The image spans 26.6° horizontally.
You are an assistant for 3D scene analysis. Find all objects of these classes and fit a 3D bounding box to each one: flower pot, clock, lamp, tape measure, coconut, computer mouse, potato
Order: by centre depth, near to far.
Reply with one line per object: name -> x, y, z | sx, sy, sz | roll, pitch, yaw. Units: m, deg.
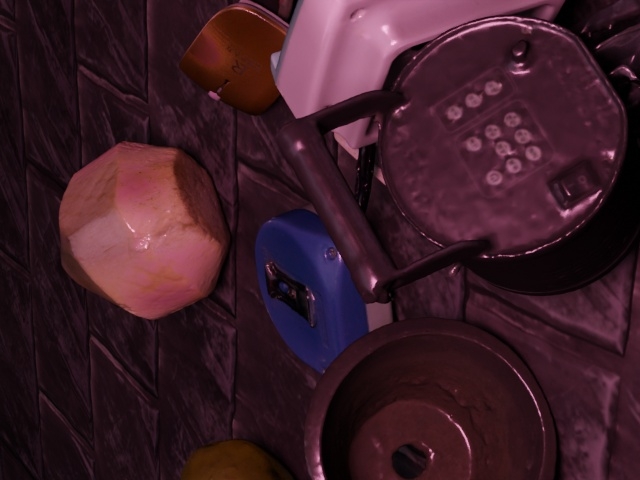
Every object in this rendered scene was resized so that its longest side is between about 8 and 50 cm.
lamp -> 0.168, -0.057, 1.179 | 0.205, 0.374, 0.272 | 61, 172, 20
clock -> 0.106, -0.196, 1.206 | 0.116, 0.262, 0.231 | 65, 161, 14
flower pot -> 0.107, 0.229, 1.467 | 0.166, 0.269, 0.269 | 113, 136, -73
tape measure -> 0.000, 0.000, 1.609 | 0.215, 0.098, 0.351 | 32, 133, 51
computer mouse -> -0.103, -0.220, 1.695 | 0.126, 0.056, 0.245 | 34, 158, -11
potato -> -0.104, 0.427, 1.874 | 0.216, 0.216, 0.304 | -21, 87, 58
coconut -> -0.259, -0.008, 1.929 | 0.259, 0.259, 0.259 | 28, 124, 50

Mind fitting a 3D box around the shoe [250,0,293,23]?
shoe -> -0.118, -0.371, 1.602 | 0.114, 0.137, 0.291 | -124, 12, -67

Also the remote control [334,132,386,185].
remote control -> 0.093, -0.102, 1.502 | 0.230, 0.049, 0.090 | 45, 137, 43
